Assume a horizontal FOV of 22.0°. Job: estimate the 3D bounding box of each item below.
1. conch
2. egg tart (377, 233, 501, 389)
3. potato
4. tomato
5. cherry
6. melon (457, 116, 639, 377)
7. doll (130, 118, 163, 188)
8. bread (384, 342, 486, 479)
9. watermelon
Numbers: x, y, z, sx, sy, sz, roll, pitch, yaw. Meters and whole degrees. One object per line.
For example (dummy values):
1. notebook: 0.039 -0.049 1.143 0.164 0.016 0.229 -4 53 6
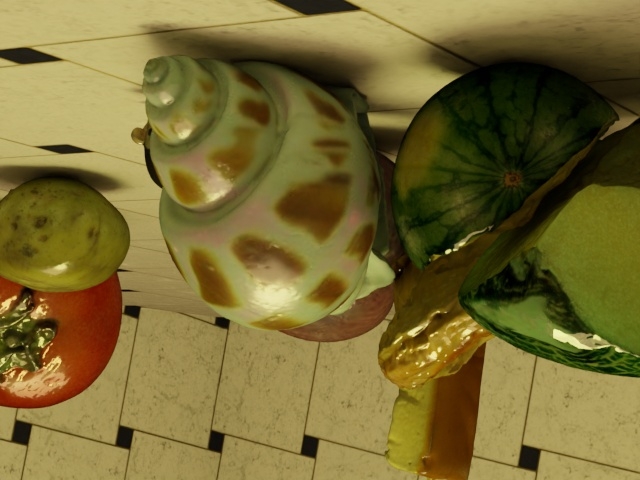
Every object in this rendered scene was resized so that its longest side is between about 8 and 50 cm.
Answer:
1. conch: -0.039 -0.050 1.447 0.197 0.249 0.368 9 149 10
2. egg tart: 0.163 0.038 1.627 0.294 0.123 0.294 -31 172 -5
3. potato: -0.340 -0.006 2.105 0.197 0.149 0.228 -12 171 12
4. tomato: -0.448 0.092 2.441 0.321 0.322 0.321 3 173 0
5. cherry: 0.000 0.000 1.749 0.285 0.213 0.236 17 128 -9
6. melon: 0.260 0.004 1.346 0.331 0.226 0.343 31 -128 34
7. doll: -0.125 -0.097 1.580 0.102 0.089 0.179 2 -163 9
8. bread: 0.154 0.118 2.052 0.077 0.361 0.138 6 177 29
9. watermelon: 0.137 -0.073 1.356 0.204 0.127 0.232 -38 180 19
